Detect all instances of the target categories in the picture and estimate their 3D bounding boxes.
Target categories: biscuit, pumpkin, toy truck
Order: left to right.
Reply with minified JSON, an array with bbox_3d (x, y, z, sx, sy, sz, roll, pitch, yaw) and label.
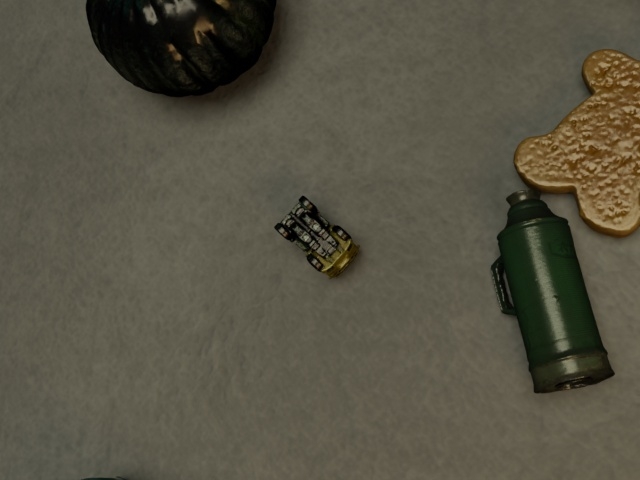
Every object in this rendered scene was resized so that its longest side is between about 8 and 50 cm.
[{"bbox_3d":[-0.155,-0.267,0.924,0.220,0.162,0.221,-10,67,24],"label":"pumpkin"},{"bbox_3d":[0.000,0.000,0.864,0.083,0.054,0.049,42,91,22],"label":"toy truck"},{"bbox_3d":[0.311,-0.119,0.810,0.240,0.035,0.158,-46,71,2],"label":"biscuit"}]

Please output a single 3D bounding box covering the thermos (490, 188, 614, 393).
[{"bbox_3d":[0.213,0.045,0.785,0.073,0.083,0.188,-7,72,-7],"label":"thermos"}]

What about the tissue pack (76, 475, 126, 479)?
[{"bbox_3d":[-0.156,0.371,0.785,0.271,0.124,0.201,23,87,20],"label":"tissue pack"}]
